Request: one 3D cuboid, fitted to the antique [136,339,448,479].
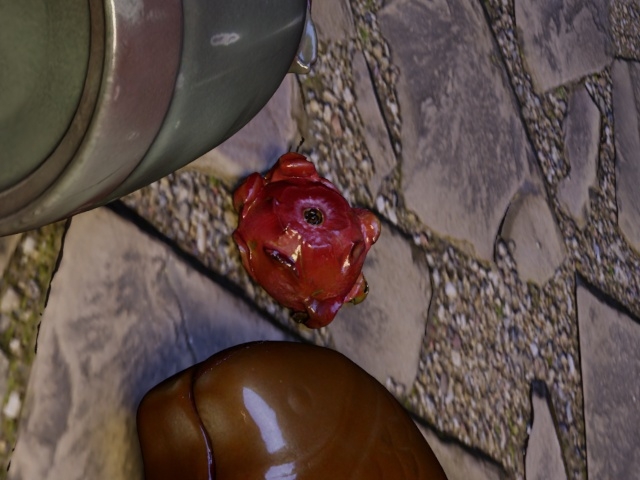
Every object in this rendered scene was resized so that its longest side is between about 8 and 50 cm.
[{"bbox_3d":[-0.009,0.192,0.846,0.278,0.129,0.223,60,36,-4],"label":"antique"}]

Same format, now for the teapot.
[{"bbox_3d":[-0.157,-0.166,0.850,0.315,0.233,0.312,39,26,15],"label":"teapot"}]

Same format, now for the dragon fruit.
[{"bbox_3d":[-0.004,-0.002,1.026,0.112,0.068,0.126,-35,96,-51],"label":"dragon fruit"}]
